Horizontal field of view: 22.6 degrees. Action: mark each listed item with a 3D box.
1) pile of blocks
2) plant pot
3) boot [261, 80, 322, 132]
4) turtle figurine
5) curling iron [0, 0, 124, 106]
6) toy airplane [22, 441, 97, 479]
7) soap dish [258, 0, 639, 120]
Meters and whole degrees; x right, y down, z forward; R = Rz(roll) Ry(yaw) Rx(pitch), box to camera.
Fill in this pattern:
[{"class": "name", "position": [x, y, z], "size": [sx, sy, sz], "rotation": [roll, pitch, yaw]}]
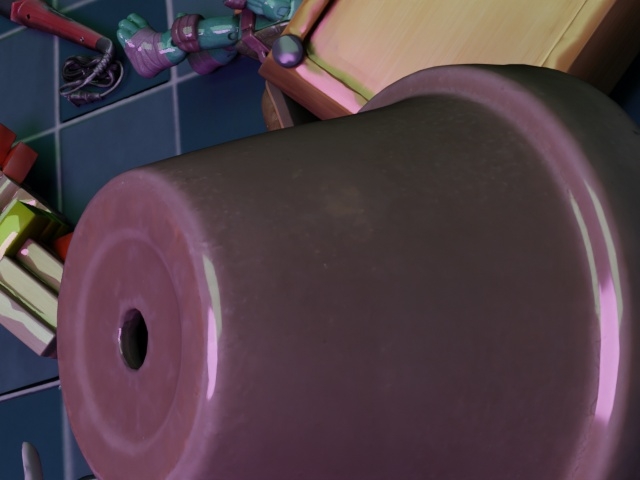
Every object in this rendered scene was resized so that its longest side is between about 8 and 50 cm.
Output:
[{"class": "pile of blocks", "position": [-0.287, -0.036, 1.367], "size": [0.362, 0.149, 0.113], "rotation": [38, 91, 37]}, {"class": "plant pot", "position": [0.009, 0.039, 0.751], "size": [0.263, 0.229, 0.263], "rotation": [-3, 87, 55]}, {"class": "boot", "position": [0.000, 0.000, 1.214], "size": [0.115, 0.112, 0.305], "rotation": [-42, 52, 28]}, {"class": "turtle figurine", "position": [-0.042, -0.194, 1.288], "size": [0.234, 0.175, 0.118], "rotation": [-20, 68, 35]}, {"class": "curling iron", "position": [-0.277, -0.202, 1.504], "size": [0.274, 0.035, 0.068], "rotation": [35, 89, 36]}, {"class": "toy airplane", "position": [-0.216, 0.323, 1.020], "size": [0.272, 0.386, 0.384], "rotation": [29, 86, 49]}, {"class": "soap dish", "position": [0.114, -0.176, 1.140], "size": [0.229, 0.118, 0.291], "rotation": [37, 103, 12]}]
